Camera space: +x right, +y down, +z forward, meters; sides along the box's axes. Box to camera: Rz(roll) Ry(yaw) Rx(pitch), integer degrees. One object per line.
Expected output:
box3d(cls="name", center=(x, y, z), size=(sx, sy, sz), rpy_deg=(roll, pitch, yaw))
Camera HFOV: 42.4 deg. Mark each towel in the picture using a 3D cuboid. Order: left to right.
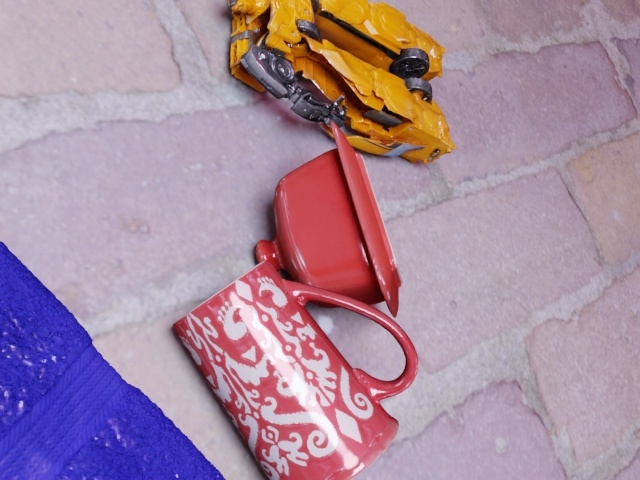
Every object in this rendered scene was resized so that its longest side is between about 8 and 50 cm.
box3d(cls="towel", center=(-0.180, 0.162, 0.511), size=(0.308, 0.076, 0.228), rpy_deg=(50, 46, -11))

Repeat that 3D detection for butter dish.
box3d(cls="butter dish", center=(0.000, 0.000, 0.733), size=(0.160, 0.118, 0.160), rpy_deg=(52, 20, -75))

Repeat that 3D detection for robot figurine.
box3d(cls="robot figurine", center=(0.019, -0.188, 0.857), size=(0.291, 0.085, 0.211), rpy_deg=(19, 58, -35))

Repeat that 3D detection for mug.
box3d(cls="mug", center=(-0.019, 0.099, 0.661), size=(0.150, 0.113, 0.169), rpy_deg=(-36, 91, -27))
